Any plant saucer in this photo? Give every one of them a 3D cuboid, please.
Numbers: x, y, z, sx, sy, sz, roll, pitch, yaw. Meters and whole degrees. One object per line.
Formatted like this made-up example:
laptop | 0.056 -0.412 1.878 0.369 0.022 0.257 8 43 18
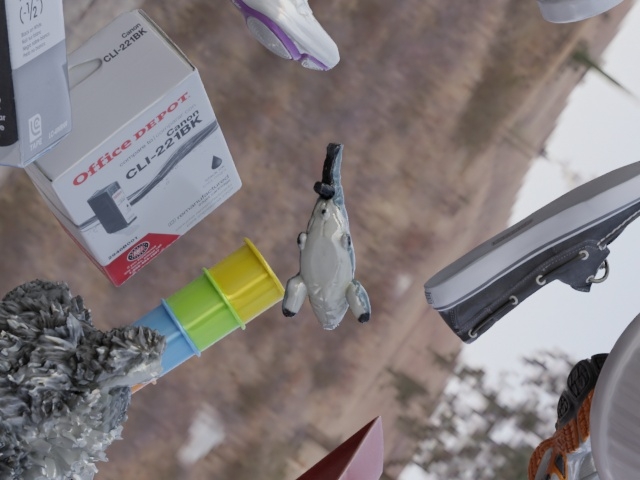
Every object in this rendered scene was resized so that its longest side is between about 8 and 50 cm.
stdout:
plant saucer | -0.048 0.281 1.358 0.259 0.048 0.258 -39 178 13

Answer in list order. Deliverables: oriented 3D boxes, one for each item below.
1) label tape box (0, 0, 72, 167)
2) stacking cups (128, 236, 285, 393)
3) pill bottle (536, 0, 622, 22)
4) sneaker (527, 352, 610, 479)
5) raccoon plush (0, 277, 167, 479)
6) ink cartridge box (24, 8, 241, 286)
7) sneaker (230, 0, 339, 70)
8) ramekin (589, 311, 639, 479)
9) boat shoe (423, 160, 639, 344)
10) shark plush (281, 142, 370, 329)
label tape box | -0.360 -0.250 1.288 0.115 0.249 0.348 -54 147 -59
stacking cups | -0.188 0.125 1.775 0.316 0.096 0.096 -36 -179 -7
pill bottle | 0.214 -0.317 1.367 0.121 0.216 0.121 -19 -154 10
sneaker | 0.313 0.216 1.601 0.262 0.121 0.099 108 -12 -47
raccoon plush | -0.277 0.093 0.965 0.299 0.216 0.446 -50 155 -15
ink cartridge box | -0.215 -0.096 1.640 0.197 0.114 0.273 -40 155 -11
sneaker | -0.066 -0.368 2.046 0.152 0.305 0.114 -47 -167 -13
ramekin | 0.387 0.168 1.325 0.273 0.273 0.127 -53 -156 1
boat shoe | 0.198 0.014 1.231 0.228 0.076 0.080 -31 -173 9
shark plush | 0.000 0.000 1.244 0.073 0.161 0.067 -8 -166 11
